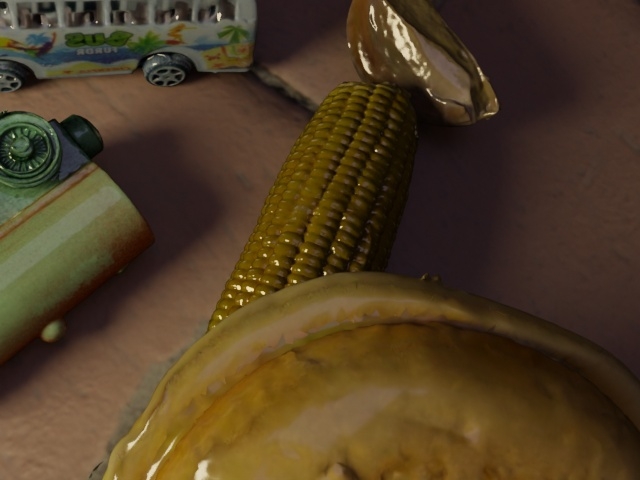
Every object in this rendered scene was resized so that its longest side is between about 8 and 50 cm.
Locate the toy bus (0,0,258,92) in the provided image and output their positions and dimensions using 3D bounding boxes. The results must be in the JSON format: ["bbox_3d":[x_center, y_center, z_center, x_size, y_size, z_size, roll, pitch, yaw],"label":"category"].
[{"bbox_3d":[-0.225,-0.220,0.817,0.330,0.136,0.109,-6,68,-14],"label":"toy bus"}]

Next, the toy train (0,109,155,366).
[{"bbox_3d":[-0.279,0.017,0.736,0.285,0.116,0.177,-42,94,-23],"label":"toy train"}]

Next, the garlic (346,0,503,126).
[{"bbox_3d":[0.091,-0.182,0.881,0.087,0.101,0.195,-30,81,-35],"label":"garlic"}]

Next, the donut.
[{"bbox_3d":[0.056,0.232,0.608,0.449,0.198,0.448,-2,97,-14],"label":"donut"}]

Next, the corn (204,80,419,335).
[{"bbox_3d":[0.000,0.000,0.782,0.131,0.131,0.344,22,65,-2],"label":"corn"}]
